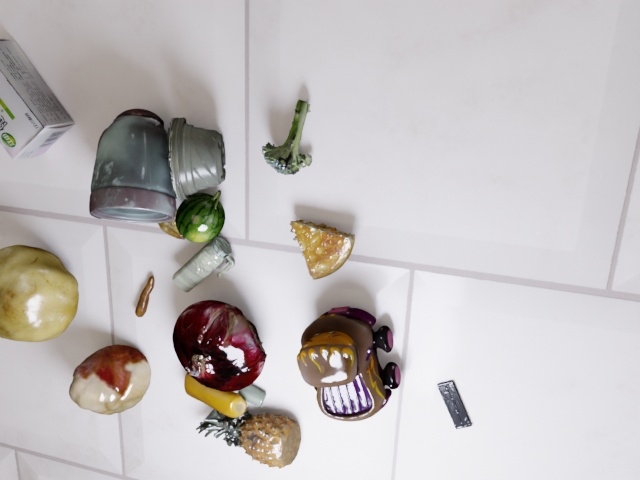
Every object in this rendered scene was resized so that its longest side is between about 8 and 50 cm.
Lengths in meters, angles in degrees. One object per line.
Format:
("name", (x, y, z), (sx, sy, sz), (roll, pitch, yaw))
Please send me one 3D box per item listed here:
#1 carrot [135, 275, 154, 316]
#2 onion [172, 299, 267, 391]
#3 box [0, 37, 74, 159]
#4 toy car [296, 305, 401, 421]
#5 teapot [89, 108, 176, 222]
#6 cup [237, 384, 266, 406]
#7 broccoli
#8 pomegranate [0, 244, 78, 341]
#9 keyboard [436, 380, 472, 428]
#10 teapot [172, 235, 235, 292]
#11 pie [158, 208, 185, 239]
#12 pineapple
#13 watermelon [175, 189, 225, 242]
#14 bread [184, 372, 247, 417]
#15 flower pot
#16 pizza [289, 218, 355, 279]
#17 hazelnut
("carrot", (-0.569, 0.181, 1.950), (0.035, 0.035, 0.165), (26, 111, 9))
("onion", (-0.311, 0.332, 1.804), (0.314, 0.232, 0.314), (14, 130, 17))
("box", (-0.932, -0.429, 1.810), (0.173, 0.145, 0.333), (-34, 95, 23))
("toy car", (0.066, 0.367, 1.690), (0.271, 0.240, 0.341), (-11, 100, 23))
("teapot", (-0.552, -0.213, 1.723), (0.315, 0.233, 0.312), (-6, 78, 37))
("cup", (-0.224, 0.503, 1.930), (0.083, 0.054, 0.075), (25, 112, 6))
("broccoli", (-0.077, -0.277, 1.616), (0.122, 0.118, 0.204), (25, 97, 20))
("pomegranate", (-0.952, 0.181, 1.925), (0.332, 0.332, 0.332), (5, 109, 16))
("keyboard", (0.390, 0.480, 1.747), (0.053, 0.010, 0.155), (-19, 100, 23))
("teapot", (-0.346, 0.082, 1.822), (0.200, 0.077, 0.107), (-40, 98, 24))
("pie", (-0.468, -0.082, 1.833), (0.092, 0.034, 0.170), (3, 114, 15))
("pineapple", (-0.239, 0.614, 1.927), (0.340, 0.169, 0.169), (8, 109, 22))
("watermelon", (-0.335, -0.079, 1.734), (0.140, 0.141, 0.187), (44, 111, 1))
("bread", (-0.344, 0.493, 1.916), (0.239, 0.074, 0.092), (15, 151, 34))
("flower pot", (-0.337, -0.228, 1.663), (0.140, 0.235, 0.235), (-3, 107, -5))
("pizza", (0.000, 0.000, 1.693), (0.193, 0.053, 0.201), (50, 126, -4))
("hazelnut", (-0.699, 0.461, 2.000), (0.241, 0.261, 0.261), (48, 119, 35))
